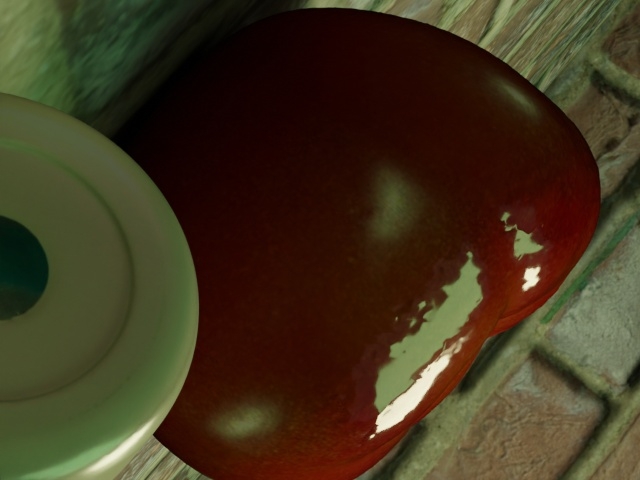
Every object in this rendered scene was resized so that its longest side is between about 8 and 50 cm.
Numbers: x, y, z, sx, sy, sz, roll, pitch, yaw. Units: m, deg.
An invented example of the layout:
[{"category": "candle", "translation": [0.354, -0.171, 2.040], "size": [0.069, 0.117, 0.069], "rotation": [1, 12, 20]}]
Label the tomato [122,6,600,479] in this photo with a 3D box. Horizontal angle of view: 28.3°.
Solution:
[{"category": "tomato", "translation": [0.000, 0.000, 0.711], "size": [0.298, 0.226, 0.298], "rotation": [-43, 173, -7]}]

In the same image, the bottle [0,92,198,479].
[{"category": "bottle", "translation": [-0.150, 0.061, 0.492], "size": [0.147, 0.147, 0.236], "rotation": [-45, 177, -38]}]
